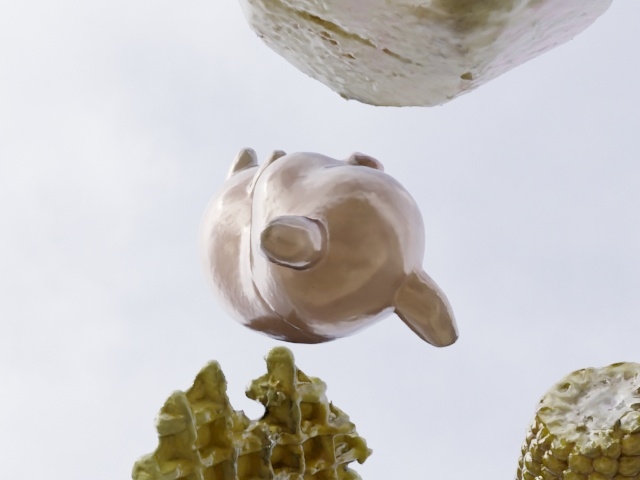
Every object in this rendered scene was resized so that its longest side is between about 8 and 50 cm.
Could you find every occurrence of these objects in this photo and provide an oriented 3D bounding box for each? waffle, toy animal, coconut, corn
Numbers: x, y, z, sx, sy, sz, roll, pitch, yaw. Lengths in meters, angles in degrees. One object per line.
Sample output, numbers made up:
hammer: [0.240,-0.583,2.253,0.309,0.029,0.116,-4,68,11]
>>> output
waffle: [-0.067,0.227,1.215,0.261,0.056,0.250,49,-115,-39]
toy animal: [-0.010,0.005,1.074,0.166,0.250,0.154,7,-90,-22]
coconut: [0.046,-0.191,0.626,0.197,0.237,0.237,-3,-61,53]
corn: [0.204,0.268,1.088,0.144,0.144,0.387,2,-61,5]
